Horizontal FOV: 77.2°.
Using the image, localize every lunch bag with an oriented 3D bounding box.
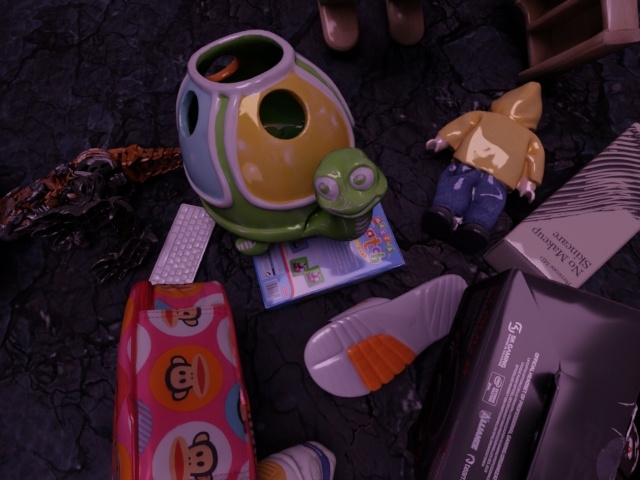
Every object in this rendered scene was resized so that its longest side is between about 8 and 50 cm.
[{"bbox_3d":[-0.167,0.215,0.451,0.120,0.258,0.293,3,51,-27],"label":"lunch bag"}]

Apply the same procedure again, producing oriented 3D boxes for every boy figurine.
[{"bbox_3d":[0.253,-0.129,0.617,0.177,0.092,0.285,26,74,13],"label":"boy figurine"}]

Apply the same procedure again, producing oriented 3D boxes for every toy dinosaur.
[{"bbox_3d":[-0.348,-0.076,0.619,0.322,0.164,0.218,-36,53,14],"label":"toy dinosaur"}]

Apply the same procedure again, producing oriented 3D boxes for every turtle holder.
[{"bbox_3d":[-0.067,-0.115,0.520,0.243,0.227,0.320,-13,50,1],"label":"turtle holder"}]

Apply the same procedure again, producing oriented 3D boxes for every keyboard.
[{"bbox_3d":[-0.232,0.062,0.624,0.072,0.014,0.256,13,72,9],"label":"keyboard"}]

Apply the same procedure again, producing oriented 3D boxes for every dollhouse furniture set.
[{"bbox_3d":[0.217,-0.369,0.579,0.394,0.362,0.257,-10,96,-11],"label":"dollhouse furniture set"}]

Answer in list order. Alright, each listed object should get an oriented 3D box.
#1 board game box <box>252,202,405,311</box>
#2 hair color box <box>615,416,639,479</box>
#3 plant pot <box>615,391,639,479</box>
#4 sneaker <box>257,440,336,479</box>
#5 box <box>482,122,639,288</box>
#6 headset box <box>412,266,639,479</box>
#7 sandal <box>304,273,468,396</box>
[{"bbox_3d":[0.000,0.000,0.616,0.211,0.039,0.160,-18,69,-1],"label":"board game box"},{"bbox_3d":[0.324,0.260,0.492,0.093,0.053,0.167,35,78,15],"label":"hair color box"},{"bbox_3d":[0.310,0.201,0.398,0.166,0.165,0.167,-1,71,4],"label":"plant pot"},{"bbox_3d":[-0.025,0.380,0.446,0.111,0.131,0.297,7,93,35],"label":"sneaker"},{"bbox_3d":[0.378,-0.034,0.571,0.275,0.094,0.113,-40,73,-10],"label":"box"},{"bbox_3d":[0.178,0.154,0.392,0.110,0.293,0.218,20,86,15],"label":"headset box"},{"bbox_3d":[0.093,0.123,0.552,0.265,0.076,0.102,-20,94,-24],"label":"sandal"}]
